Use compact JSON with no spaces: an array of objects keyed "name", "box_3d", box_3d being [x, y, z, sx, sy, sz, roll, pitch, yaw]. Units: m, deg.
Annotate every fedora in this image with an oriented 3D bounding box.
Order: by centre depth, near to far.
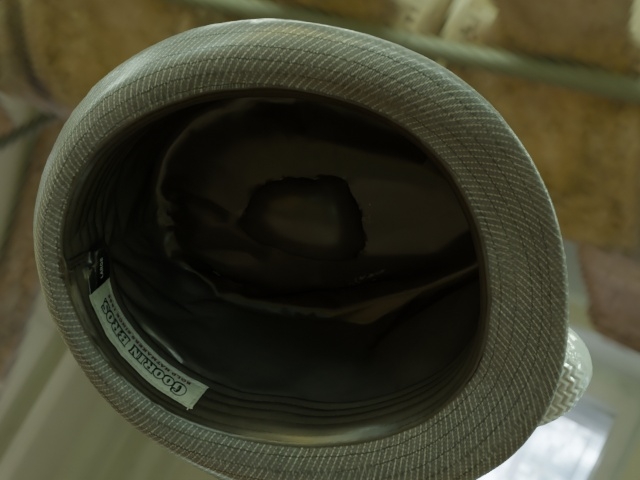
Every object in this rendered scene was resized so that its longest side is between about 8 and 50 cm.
[{"name":"fedora","box_3d":[0.000,0.000,0.855,0.276,0.124,0.243,-5,-72,22]}]

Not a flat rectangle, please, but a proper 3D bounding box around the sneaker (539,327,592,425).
[{"name":"sneaker","box_3d":[0.107,0.050,1.501,0.366,0.210,0.137,0,-52,45]}]
